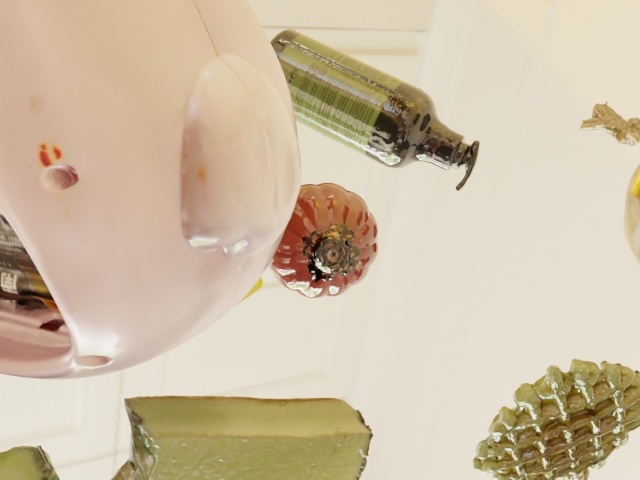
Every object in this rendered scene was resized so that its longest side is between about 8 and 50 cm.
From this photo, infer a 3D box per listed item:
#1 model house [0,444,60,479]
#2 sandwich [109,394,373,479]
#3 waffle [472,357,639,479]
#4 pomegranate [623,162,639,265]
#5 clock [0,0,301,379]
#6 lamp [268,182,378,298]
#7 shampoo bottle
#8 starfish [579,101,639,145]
[{"bbox_3d":[-0.252,0.315,0.767,0.194,0.170,0.211,46,-25,56],"label":"model house"},{"bbox_3d":[-0.089,0.233,0.770,0.063,0.212,0.244,-122,-138,-59],"label":"sandwich"},{"bbox_3d":[0.247,0.188,0.960,0.183,0.169,0.036,-64,-151,31],"label":"waffle"},{"bbox_3d":[0.553,-0.047,1.192,0.333,0.333,0.332,15,-71,55],"label":"pomegranate"},{"bbox_3d":[-0.197,-0.099,0.662,0.369,0.250,0.376,8,-62,33],"label":"clock"},{"bbox_3d":[0.000,0.000,0.860,0.092,0.108,0.107,-133,-136,-69],"label":"lamp"},{"bbox_3d":[0.060,-0.154,1.142,0.284,0.101,0.101,27,-55,12],"label":"shampoo bottle"},{"bbox_3d":[0.504,-0.188,1.567,0.150,0.209,0.053,6,-73,11],"label":"starfish"}]
